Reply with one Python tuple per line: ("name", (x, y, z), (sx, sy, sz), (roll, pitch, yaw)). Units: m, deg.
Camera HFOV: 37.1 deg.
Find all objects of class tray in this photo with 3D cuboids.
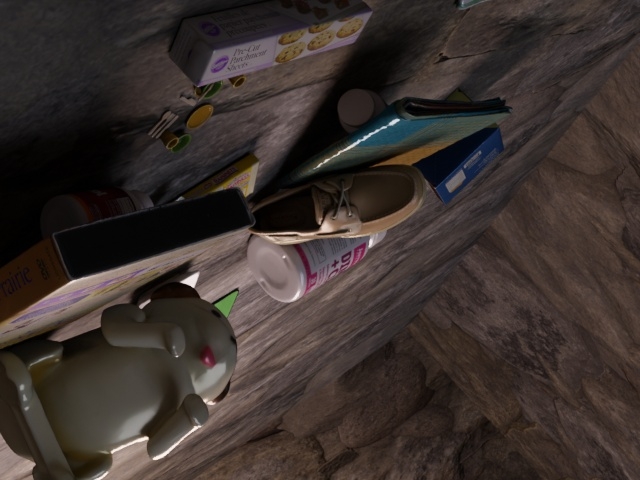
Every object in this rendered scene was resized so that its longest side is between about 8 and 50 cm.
("tray", (-0.322, 0.151, 1.854), (0.145, 0.030, 0.270), (-30, 161, -35))

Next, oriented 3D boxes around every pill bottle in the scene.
("pill bottle", (-0.302, -0.029, 1.312), (0.086, 0.086, 0.152), (-51, 163, 28))
("pill bottle", (0.000, 0.000, 1.988), (0.283, 0.160, 0.160), (-31, 161, -37))
("pill bottle", (0.083, -0.224, 1.727), (0.087, 0.087, 0.160), (-45, 165, 8))

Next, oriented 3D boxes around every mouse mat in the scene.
("mouse mat", (-0.267, 0.187, 2.132), (0.190, 0.007, 0.152), (-30, 160, -34))

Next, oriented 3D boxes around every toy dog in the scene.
("toy dog", (-0.318, 0.243, 1.600), (0.408, 0.284, 0.395), (-26, 180, -30))

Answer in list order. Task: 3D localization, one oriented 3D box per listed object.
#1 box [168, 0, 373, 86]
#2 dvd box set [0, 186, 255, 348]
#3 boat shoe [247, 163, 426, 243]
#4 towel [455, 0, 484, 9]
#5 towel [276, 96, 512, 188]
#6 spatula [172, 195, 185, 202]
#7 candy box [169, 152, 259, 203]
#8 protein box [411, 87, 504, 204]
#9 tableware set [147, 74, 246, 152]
("box", (-0.057, -0.279, 1.278), (0.324, 0.063, 0.067), (-26, 157, -45))
("dvd box set", (-0.326, 0.057, 1.235), (0.420, 0.062, 0.308), (-26, 176, 39))
("boat shoe", (0.025, -0.059, 1.747), (0.341, 0.121, 0.110), (-16, 172, 20))
("towel", (0.309, -0.483, 1.703), (0.113, 0.023, 0.152), (-31, 161, -39))
("towel", (0.123, -0.173, 1.715), (0.272, 0.040, 0.370), (-7, 169, -38))
("spatula", (-0.284, 0.021, 1.542), (0.242, 0.019, 0.168), (-36, 163, 7))
("candy box", (-0.192, -0.064, 1.595), (0.206, 0.027, 0.105), (-34, 161, -25))
("protein box", (0.304, -0.212, 2.206), (0.200, 0.136, 0.201), (-44, 165, 4))
("tableware set", (-0.168, -0.184, 1.341), (0.154, 0.024, 0.104), (-45, 165, 7))
